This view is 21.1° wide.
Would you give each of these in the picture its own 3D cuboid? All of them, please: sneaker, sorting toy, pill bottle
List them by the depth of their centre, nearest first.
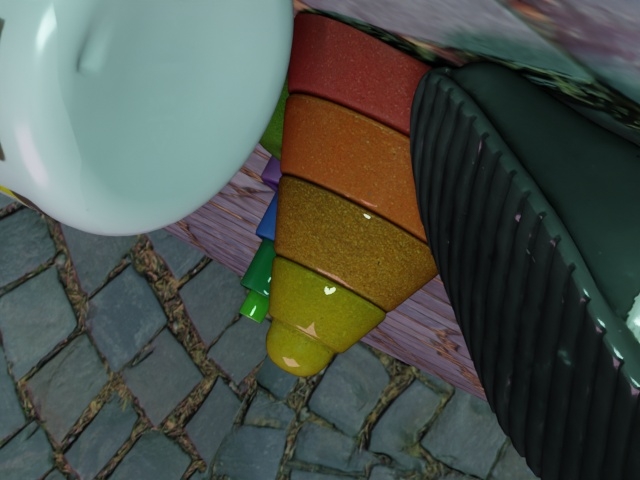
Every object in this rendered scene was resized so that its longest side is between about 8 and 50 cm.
[{"bbox_3d":[0.156,0.051,0.530,0.330,0.146,0.122,51,158,29],"label":"sneaker"},{"bbox_3d":[-0.120,-0.088,0.580,0.215,0.117,0.117,25,174,35],"label":"pill bottle"},{"bbox_3d":[0.000,0.000,0.784,0.127,0.126,0.365,28,174,-5],"label":"sorting toy"}]
